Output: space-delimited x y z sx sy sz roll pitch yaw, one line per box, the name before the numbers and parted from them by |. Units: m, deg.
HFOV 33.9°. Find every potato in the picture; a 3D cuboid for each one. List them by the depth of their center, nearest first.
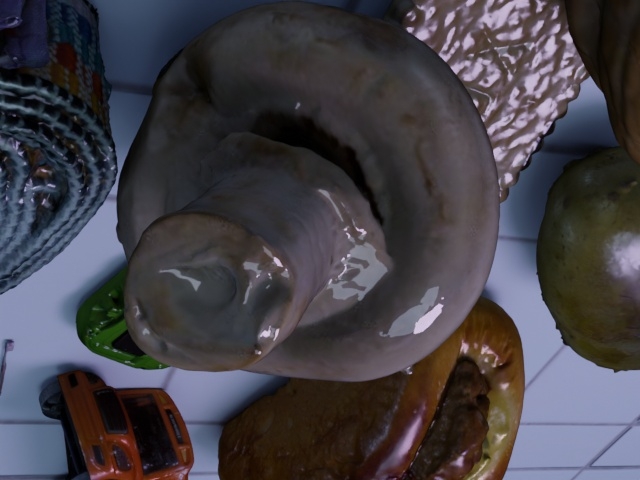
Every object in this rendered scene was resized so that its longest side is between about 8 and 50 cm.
potato | 0.320 0.021 1.068 0.210 0.173 0.307 -26 139 14

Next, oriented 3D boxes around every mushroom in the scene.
mushroom | -0.024 -0.024 0.728 0.292 0.292 0.290 -31 180 17

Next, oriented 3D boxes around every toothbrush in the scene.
toothbrush | -0.330 0.134 1.096 0.008 0.006 0.097 0 139 -26

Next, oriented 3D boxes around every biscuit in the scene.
biscuit | 0.110 -0.109 0.905 0.217 0.044 0.325 12 125 -27

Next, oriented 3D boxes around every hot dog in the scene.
hot dog | 0.064 0.238 1.199 0.185 0.223 0.405 21 129 -42

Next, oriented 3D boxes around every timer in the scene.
timer | -0.168 0.077 1.054 0.140 0.047 0.128 -38 137 24

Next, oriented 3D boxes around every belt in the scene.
belt | -0.265 -0.062 0.756 0.295 0.160 0.207 -32 140 19

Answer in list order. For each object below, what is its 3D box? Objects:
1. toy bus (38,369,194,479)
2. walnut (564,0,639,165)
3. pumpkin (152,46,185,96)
toy bus | -0.229 0.276 1.206 0.153 0.143 0.329 -14 142 -20
walnut | 0.322 -0.179 0.724 0.306 0.306 0.344 -13 150 -5
pumpkin | -0.099 -0.136 0.833 0.083 0.028 0.050 -32 142 1
